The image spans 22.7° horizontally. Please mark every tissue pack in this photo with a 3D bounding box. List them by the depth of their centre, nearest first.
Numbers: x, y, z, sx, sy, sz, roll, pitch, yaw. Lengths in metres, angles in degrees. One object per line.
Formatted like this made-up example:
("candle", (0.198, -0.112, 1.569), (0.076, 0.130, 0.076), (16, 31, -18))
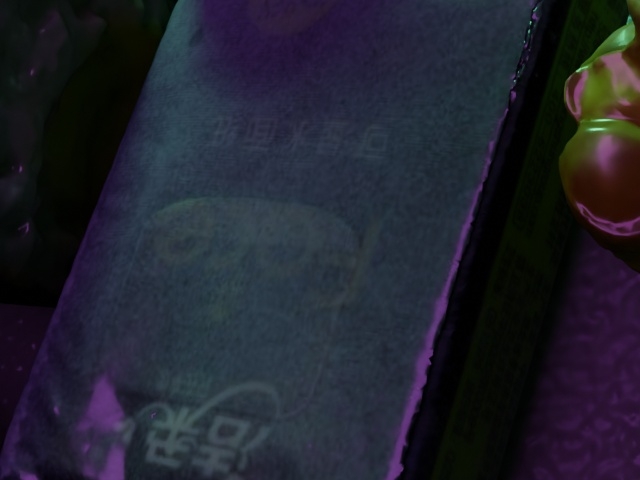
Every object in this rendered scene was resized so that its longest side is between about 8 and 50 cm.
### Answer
("tissue pack", (0.000, 0.000, 0.946), (0.288, 0.124, 0.394), (7, 71, 37))

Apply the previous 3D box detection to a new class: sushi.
("sushi", (-0.254, -0.118, 1.076), (0.294, 0.281, 0.299), (10, 67, 35))

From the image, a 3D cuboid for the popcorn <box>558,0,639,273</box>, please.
("popcorn", (0.259, -0.111, 0.767), (0.265, 0.225, 0.332), (40, 102, 23))
